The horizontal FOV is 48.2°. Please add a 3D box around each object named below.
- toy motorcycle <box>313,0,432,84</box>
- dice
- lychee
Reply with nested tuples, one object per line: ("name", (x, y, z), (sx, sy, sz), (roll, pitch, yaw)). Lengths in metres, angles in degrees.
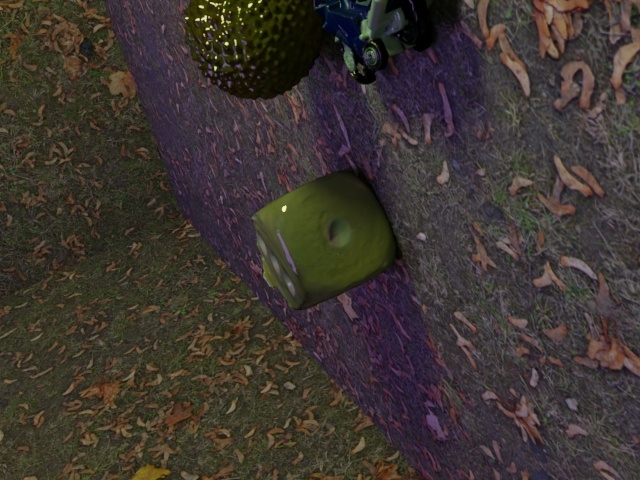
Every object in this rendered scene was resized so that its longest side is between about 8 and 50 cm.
("toy motorcycle", (0.079, -0.366, 1.134), (0.196, 0.125, 0.331), (64, 166, -4))
("dice", (0.000, 0.000, 1.619), (0.251, 0.255, 0.250), (64, 159, 2))
("lychee", (-0.123, -0.410, 1.380), (0.270, 0.319, 0.270), (15, 163, 5))
